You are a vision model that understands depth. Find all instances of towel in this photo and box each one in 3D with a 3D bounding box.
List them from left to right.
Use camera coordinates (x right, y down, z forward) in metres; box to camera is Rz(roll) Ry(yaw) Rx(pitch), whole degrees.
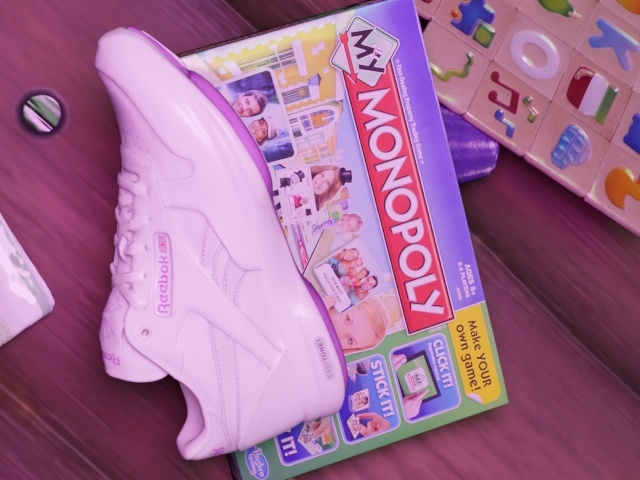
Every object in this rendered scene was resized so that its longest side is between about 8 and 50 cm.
[{"bbox_3d":[-0.265,0.033,1.273,0.152,0.023,0.113,-35,94,-44],"label":"towel"}]

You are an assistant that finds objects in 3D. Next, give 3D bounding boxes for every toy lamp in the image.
[{"bbox_3d":[0.001,-0.072,1.376,0.275,0.080,0.080,-2,81,-19],"label":"toy lamp"}]

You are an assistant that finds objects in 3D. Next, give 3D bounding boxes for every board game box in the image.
[{"bbox_3d":[0.000,0.000,1.325,0.214,0.046,0.317,-17,103,-12],"label":"board game box"}]

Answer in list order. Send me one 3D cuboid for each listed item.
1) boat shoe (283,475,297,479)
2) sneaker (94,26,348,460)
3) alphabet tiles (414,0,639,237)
[{"bbox_3d":[-0.055,0.239,1.320,0.048,0.056,0.153,45,62,-9],"label":"boat shoe"},{"bbox_3d":[-0.094,0.010,1.215,0.152,0.114,0.305,-27,105,-11],"label":"sneaker"},{"bbox_3d":[0.211,-0.170,1.460,0.342,0.011,0.285,33,58,-9],"label":"alphabet tiles"}]
